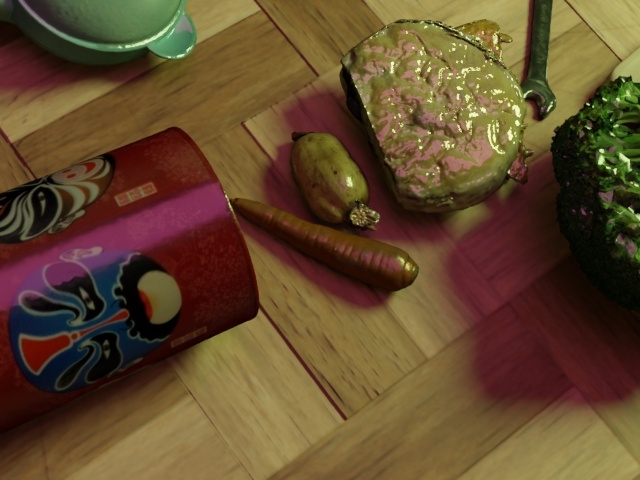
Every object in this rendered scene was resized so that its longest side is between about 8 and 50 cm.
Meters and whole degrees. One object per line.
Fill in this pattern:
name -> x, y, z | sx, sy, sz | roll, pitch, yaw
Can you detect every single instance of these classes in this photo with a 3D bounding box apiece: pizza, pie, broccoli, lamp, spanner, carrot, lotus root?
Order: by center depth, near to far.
broccoli -> 0.377, -0.056, 1.060 | 0.308, 0.275, 0.308 | 18, 40, -16
carrot -> 0.000, 0.000, 1.088 | 0.216, 0.048, 0.048 | 22, 65, 7
lotus root -> 0.013, -0.064, 1.104 | 0.072, 0.063, 0.152 | -24, 64, -29
pie -> 0.128, -0.139, 1.108 | 0.185, 0.052, 0.218 | -20, 77, -3
lamp -> -0.272, -0.297, 1.112 | 0.284, 0.147, 0.209 | 3, 69, -7
pizza -> 0.168, -0.138, 1.167 | 0.188, 0.062, 0.199 | -33, 80, -7
spanner -> 0.269, -0.260, 1.259 | 0.054, 0.015, 0.254 | 12, 65, -4

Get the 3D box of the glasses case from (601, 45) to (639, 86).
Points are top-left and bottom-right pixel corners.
glasses case -> 0.419, -0.209, 1.243 | 0.196, 0.050, 0.083 | -40, 80, -23

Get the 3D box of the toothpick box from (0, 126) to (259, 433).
toothpick box -> -0.247, 0.048, 0.936 | 0.333, 0.204, 0.204 | -24, 72, -17
